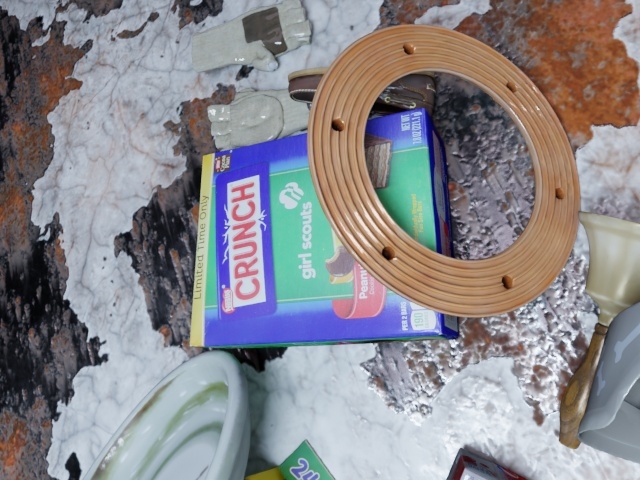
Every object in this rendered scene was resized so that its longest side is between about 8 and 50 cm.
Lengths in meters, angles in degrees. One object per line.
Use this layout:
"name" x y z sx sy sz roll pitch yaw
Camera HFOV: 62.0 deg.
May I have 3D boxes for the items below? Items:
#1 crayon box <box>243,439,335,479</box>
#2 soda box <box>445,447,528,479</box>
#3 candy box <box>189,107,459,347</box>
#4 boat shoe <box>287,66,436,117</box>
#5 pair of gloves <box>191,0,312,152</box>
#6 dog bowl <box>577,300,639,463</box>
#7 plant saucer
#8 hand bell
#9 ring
"crayon box" -0.085 0.430 0.637 0.323 0.083 0.203 -46 63 7
"soda box" 0.133 0.360 0.543 0.083 0.092 0.263 22 87 13
"candy box" 0.000 0.000 0.685 0.317 0.122 0.268 -8 73 23
"boat shoe" 0.052 -0.198 0.729 0.207 0.073 0.073 3 92 16
"pair of gloves" -0.096 -0.258 0.841 0.204 0.042 0.240 -18 75 15
"dog bowl" 0.373 0.121 0.373 0.349 0.349 0.102 3 65 25
"plant saucer" -0.196 0.324 0.631 0.400 0.100 0.400 -41 22 21
"hand bell" 0.297 0.102 0.551 0.126 0.126 0.242 18 98 27
"ring" 0.142 -0.083 0.584 0.337 0.032 0.336 5 74 -19
